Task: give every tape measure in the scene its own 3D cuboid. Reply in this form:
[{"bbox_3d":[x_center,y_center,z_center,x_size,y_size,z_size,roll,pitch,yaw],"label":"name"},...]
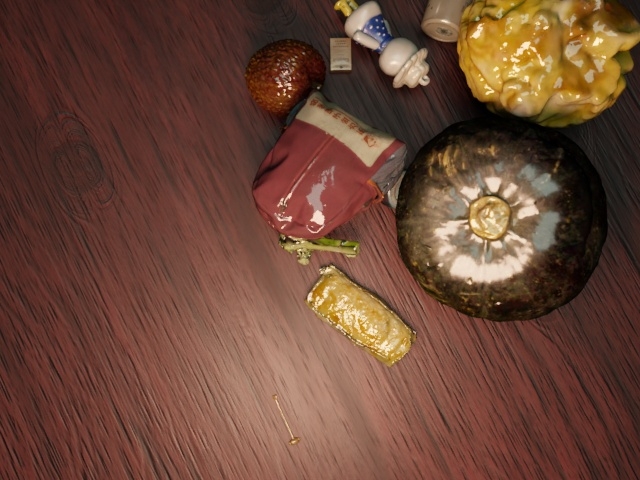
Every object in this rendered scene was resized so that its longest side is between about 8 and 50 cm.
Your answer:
[{"bbox_3d":[0.136,-0.145,1.539,0.179,0.104,0.107,21,101,30],"label":"tape measure"}]

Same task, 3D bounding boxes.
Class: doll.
[{"bbox_3d":[0.153,-0.475,1.537,0.293,0.119,0.138,45,44,7],"label":"doll"}]

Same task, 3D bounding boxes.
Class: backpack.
[{"bbox_3d":[0.002,-0.140,1.397,0.283,0.197,0.317,32,73,18],"label":"backpack"}]

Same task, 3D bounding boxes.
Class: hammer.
[{"bbox_3d":[-0.084,0.419,1.493,0.029,0.014,0.123,-24,83,-12],"label":"hammer"}]

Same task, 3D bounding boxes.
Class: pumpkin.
[{"bbox_3d":[0.385,-0.047,1.380,0.453,0.344,0.455,1,92,18],"label":"pumpkin"}]

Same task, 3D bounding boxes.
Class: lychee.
[{"bbox_3d":[-0.078,-0.378,1.490,0.194,0.194,0.195,0,84,-1],"label":"lychee"}]

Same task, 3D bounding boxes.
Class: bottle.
[{"bbox_3d":[0.328,-0.612,1.552,0.109,0.110,0.234,18,85,1],"label":"bottle"}]

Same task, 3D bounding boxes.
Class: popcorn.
[{"bbox_3d":[0.488,-0.419,1.429,0.344,0.354,0.390,-39,45,-5],"label":"popcorn"}]

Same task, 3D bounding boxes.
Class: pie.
[{"bbox_3d":[0.091,0.175,1.494,0.282,0.068,0.129,37,84,7],"label":"pie"}]

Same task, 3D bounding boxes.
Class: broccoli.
[{"bbox_3d":[-0.001,-0.001,1.467,0.204,0.118,0.123,17,78,26],"label":"broccoli"}]

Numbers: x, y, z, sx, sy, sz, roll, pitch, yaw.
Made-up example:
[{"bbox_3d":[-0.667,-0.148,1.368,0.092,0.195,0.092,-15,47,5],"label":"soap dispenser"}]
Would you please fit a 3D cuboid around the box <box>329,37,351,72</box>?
[{"bbox_3d":[0.049,-0.456,1.574,0.053,0.024,0.084,0,86,-1],"label":"box"}]
